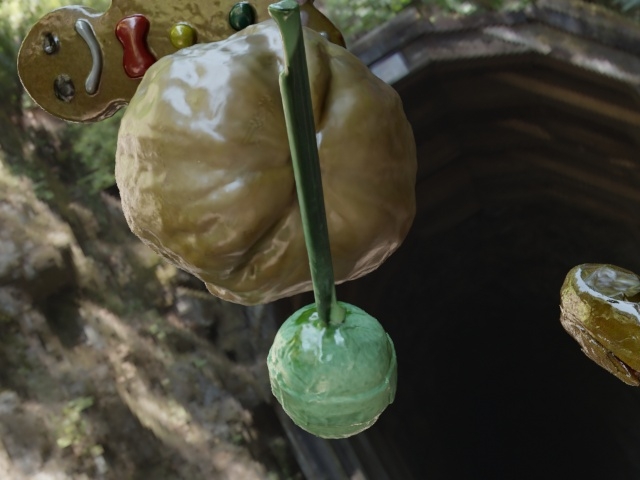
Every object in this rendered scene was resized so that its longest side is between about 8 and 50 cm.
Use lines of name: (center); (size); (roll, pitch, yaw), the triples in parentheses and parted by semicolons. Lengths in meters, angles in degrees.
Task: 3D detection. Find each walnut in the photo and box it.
walnut: (0.406, 0.111, 1.552); (0.137, 0.245, 0.137); (-14, -59, -24)
walnut: (-0.064, -0.078, 1.216); (0.306, 0.306, 0.344); (-26, 16, -11)

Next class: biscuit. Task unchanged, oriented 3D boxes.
biscuit: (-0.183, -0.248, 1.439); (0.432, 0.283, 0.064); (-9, 3, 12)

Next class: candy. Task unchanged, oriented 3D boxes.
candy: (0.000, 0.000, 0.954); (0.119, 0.119, 0.440); (-23, -47, -19)
